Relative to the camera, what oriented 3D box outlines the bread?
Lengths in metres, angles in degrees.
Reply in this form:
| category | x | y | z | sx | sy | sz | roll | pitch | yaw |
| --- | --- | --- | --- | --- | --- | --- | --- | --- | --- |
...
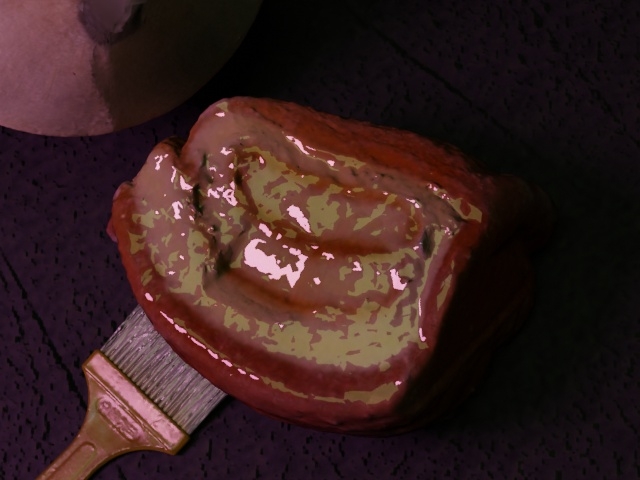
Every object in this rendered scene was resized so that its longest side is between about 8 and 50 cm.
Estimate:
| category | x | y | z | sx | sy | sz | roll | pitch | yaw |
| --- | --- | --- | --- | --- | --- | --- | --- | --- | --- |
| bread | -0.006 | 0.011 | 1.142 | 0.244 | 0.123 | 0.190 | 17 | 78 | 16 |

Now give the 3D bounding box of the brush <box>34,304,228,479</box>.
| category | x | y | z | sx | sy | sz | roll | pitch | yaw |
| --- | --- | --- | --- | --- | --- | --- | --- | --- | --- |
| brush | -0.148 | 0.136 | 1.187 | 0.083 | 0.011 | 0.205 | 41 | 85 | 18 |

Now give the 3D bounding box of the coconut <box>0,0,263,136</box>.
| category | x | y | z | sx | sy | sz | roll | pitch | yaw |
| --- | --- | --- | --- | --- | --- | --- | --- | --- | --- |
| coconut | -0.147 | -0.175 | 1.164 | 0.241 | 0.241 | 0.241 | -3 | 72 | 9 |
